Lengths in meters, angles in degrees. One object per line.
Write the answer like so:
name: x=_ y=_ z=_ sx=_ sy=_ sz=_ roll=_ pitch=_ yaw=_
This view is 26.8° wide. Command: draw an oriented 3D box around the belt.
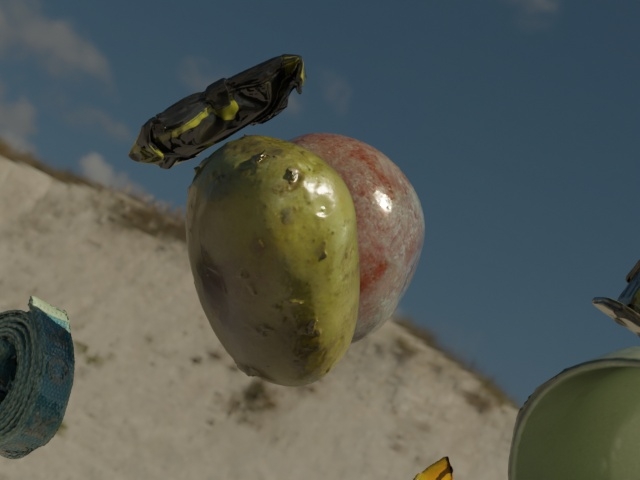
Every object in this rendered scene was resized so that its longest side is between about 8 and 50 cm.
belt: x=-0.361 y=0.166 z=1.566 sx=0.148 sy=0.163 sz=0.082 roll=-27 pitch=-35 yaw=18

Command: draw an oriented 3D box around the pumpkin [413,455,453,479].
pumpkin: x=0.152 y=0.370 z=1.375 sx=0.190 sy=0.280 sz=0.139 roll=13 pitch=-46 yaw=22

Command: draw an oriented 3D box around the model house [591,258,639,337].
model house: x=0.635 y=0.057 z=2.318 sx=0.218 sy=0.278 sz=0.205 roll=32 pitch=-2 yaw=1

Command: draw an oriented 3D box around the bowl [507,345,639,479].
bowl: x=0.336 y=0.234 z=1.215 sx=0.163 sy=0.307 sz=0.307 roll=-15 pitch=14 yaw=-41

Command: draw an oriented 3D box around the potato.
potato: x=-0.050 y=0.025 z=1.461 sx=0.210 sy=0.173 sz=0.307 roll=25 pitch=-45 yaw=41

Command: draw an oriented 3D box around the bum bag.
bum bag: x=-0.121 y=-0.147 z=1.583 sx=0.060 sy=0.232 sz=0.106 roll=60 pitch=-11 yaw=20

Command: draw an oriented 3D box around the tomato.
tomato: x=0.000 y=0.000 z=1.943 sx=0.282 sy=0.316 sz=0.316 roll=21 pitch=-17 yaw=9
